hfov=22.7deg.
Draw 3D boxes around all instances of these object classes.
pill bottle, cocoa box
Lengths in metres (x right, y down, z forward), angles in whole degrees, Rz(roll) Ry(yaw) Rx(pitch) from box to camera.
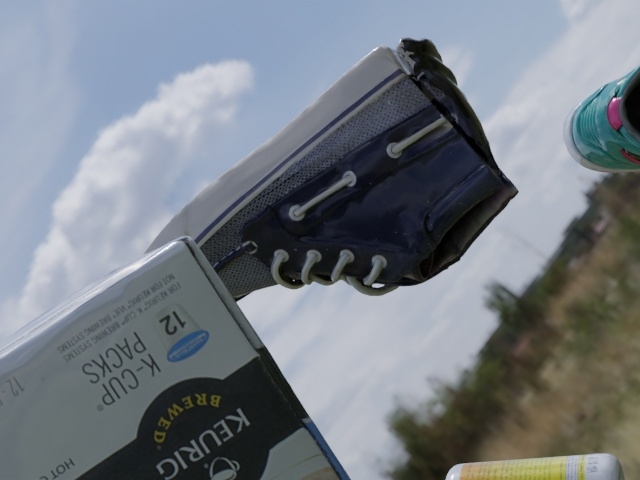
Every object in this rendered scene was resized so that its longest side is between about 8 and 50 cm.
[{"bbox_3d":[0.199,0.280,1.612,0.117,0.215,0.117,-6,-90,-75],"label":"pill bottle"},{"bbox_3d":[-0.116,0.156,0.828,0.231,0.228,0.347,-33,4,-10],"label":"cocoa box"}]

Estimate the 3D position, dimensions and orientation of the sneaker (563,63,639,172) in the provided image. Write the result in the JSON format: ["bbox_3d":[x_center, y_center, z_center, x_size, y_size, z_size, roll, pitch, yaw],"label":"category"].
[{"bbox_3d":[0.397,-0.135,1.546,0.296,0.123,0.178,-11,-3,-5],"label":"sneaker"}]

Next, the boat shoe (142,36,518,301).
[{"bbox_3d":[0.000,0.000,1.293,0.340,0.158,0.127,-42,-19,14],"label":"boat shoe"}]
